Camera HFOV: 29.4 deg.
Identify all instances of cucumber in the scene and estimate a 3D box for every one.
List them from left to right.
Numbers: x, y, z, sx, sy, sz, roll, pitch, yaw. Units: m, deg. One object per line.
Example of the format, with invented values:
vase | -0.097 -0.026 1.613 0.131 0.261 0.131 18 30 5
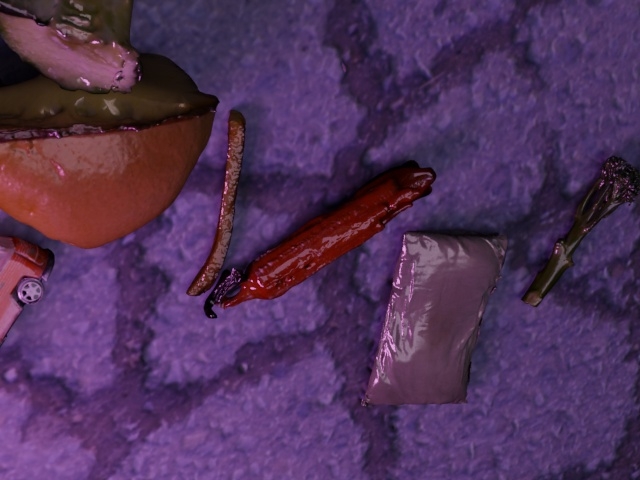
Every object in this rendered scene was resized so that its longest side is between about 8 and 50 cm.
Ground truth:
cucumber | -0.207 -0.292 1.062 0.145 0.105 0.325 16 66 -25

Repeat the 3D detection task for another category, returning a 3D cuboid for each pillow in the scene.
pillow | 0.139 0.096 1.462 0.148 0.050 0.229 6 104 -23

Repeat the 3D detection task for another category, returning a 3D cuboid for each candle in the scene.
candle | 0.000 0.000 1.347 0.302 0.084 0.059 -31 88 -8

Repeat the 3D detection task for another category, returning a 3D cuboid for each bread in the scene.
bread | -0.223 -0.080 1.115 0.262 0.204 0.162 -12 109 -21

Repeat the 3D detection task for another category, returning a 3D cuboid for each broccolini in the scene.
broccolini | 0.330 -0.003 1.523 0.058 0.067 0.216 32 91 6

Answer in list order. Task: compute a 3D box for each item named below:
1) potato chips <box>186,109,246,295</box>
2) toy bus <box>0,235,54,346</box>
potato chips | -0.104 -0.036 1.297 0.037 0.026 0.204 11 103 -17
toy bus | -0.332 0.070 1.185 0.077 0.079 0.174 32 91 -23
